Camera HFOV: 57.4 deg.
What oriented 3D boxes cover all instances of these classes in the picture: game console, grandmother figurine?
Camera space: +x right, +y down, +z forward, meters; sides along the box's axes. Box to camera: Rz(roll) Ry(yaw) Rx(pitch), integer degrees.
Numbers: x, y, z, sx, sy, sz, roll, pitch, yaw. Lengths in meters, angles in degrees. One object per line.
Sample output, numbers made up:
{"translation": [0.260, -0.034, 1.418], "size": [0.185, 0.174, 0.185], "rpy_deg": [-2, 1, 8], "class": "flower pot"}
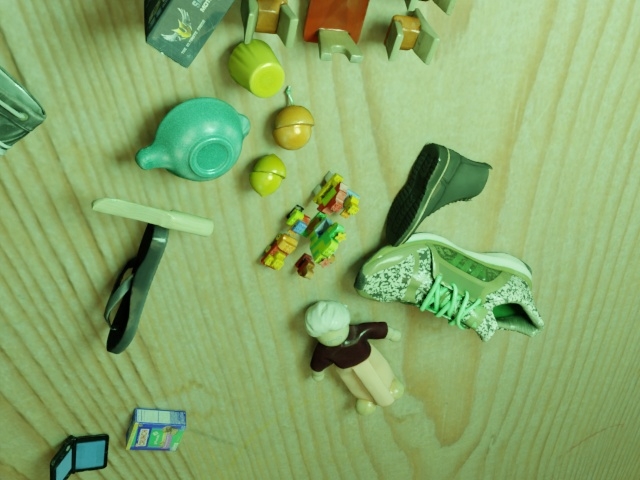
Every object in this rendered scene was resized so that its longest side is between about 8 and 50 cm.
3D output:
{"translation": [-0.504, 0.470, 1.221], "size": [0.071, 0.107, 0.122], "rpy_deg": [19, 122, 4], "class": "game console"}
{"translation": [0.070, 0.234, 1.201], "size": [0.208, 0.104, 0.342], "rpy_deg": [-35, 131, 0], "class": "grandmother figurine"}

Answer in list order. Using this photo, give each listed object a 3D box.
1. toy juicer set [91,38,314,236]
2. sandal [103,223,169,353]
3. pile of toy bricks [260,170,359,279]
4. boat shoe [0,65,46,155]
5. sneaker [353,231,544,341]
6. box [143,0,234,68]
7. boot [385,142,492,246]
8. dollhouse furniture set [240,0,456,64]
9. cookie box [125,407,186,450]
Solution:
{"translation": [-0.155, -0.124, 0.874], "size": [0.329, 0.089, 0.209], "rpy_deg": [-41, 140, 5], "class": "toy juicer set"}
{"translation": [-0.316, 0.071, 0.966], "size": [0.054, 0.097, 0.255], "rpy_deg": [14, 110, -27], "class": "sandal"}
{"translation": [0.000, 0.000, 0.995], "size": [0.118, 0.105, 0.212], "rpy_deg": [28, 114, -32], "class": "pile of toy bricks"}
{"translation": [-0.462, -0.245, 0.678], "size": [0.119, 0.121, 0.335], "rpy_deg": [-33, 140, -1], "class": "boat shoe"}
{"translation": [0.264, 0.103, 1.105], "size": [0.410, 0.182, 0.158], "rpy_deg": [6, 124, -21], "class": "sneaker"}
{"translation": [-0.117, -0.331, 0.659], "size": [0.059, 0.183, 0.233], "rpy_deg": [29, 114, -32], "class": "box"}
{"translation": [0.213, -0.065, 1.037], "size": [0.137, 0.077, 0.198], "rpy_deg": [10, 124, -30], "class": "boot"}
{"translation": [0.040, -0.367, 0.742], "size": [0.262, 0.135, 0.259], "rpy_deg": [1, 137, -17], "class": "dollhouse furniture set"}
{"translation": [-0.348, 0.401, 1.233], "size": [0.107, 0.040, 0.092], "rpy_deg": [11, 123, -23], "class": "cookie box"}
